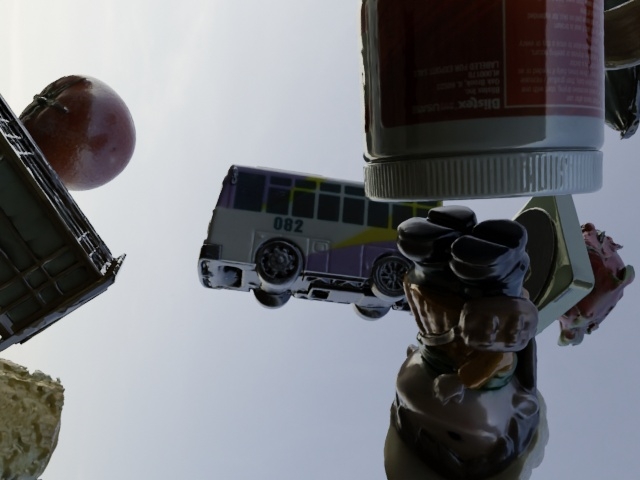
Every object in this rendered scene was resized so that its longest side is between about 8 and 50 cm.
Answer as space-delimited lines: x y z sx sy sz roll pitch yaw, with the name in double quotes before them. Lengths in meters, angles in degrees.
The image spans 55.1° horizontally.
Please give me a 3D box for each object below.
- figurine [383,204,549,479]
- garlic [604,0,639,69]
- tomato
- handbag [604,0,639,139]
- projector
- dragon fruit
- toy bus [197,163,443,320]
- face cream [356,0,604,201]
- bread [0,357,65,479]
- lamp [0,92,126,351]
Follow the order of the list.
"figurine" 0.166 0.128 0.665 0.185 0.205 0.332 23 -66 43
"garlic" 0.456 -0.330 0.953 0.198 0.090 0.128 -9 -53 33
"tomato" -0.554 -0.236 1.407 0.265 0.265 0.264 5 -84 53
"handbag" 0.594 -0.384 1.268 0.191 0.075 0.332 -128 -153 -62
"projector" 0.429 0.054 1.223 0.257 0.079 0.259 119 -19 -48
"dragon fruit" 0.572 0.102 1.350 0.198 0.200 0.269 19 -29 31
"toy bus" 0.000 0.000 1.179 0.209 0.440 0.249 111 -15 -69
"face cream" 0.132 -0.130 0.523 0.201 0.201 0.187 4 -82 53
"bread" -0.428 0.208 0.714 0.121 0.246 0.174 -45 -147 45
"lamp" -0.248 -0.091 0.374 0.325 0.090 0.089 58 -8 -14
